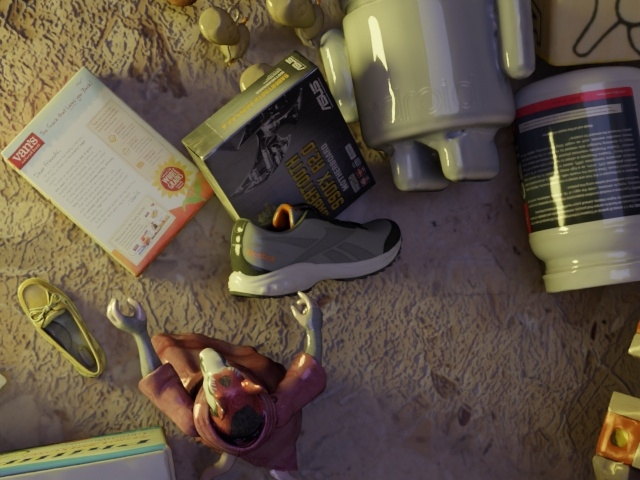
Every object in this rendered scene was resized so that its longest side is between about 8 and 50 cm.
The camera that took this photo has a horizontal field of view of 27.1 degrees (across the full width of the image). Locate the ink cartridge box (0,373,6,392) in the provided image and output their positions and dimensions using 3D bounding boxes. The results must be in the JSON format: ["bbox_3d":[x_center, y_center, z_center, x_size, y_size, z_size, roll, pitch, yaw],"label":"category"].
[{"bbox_3d":[-0.466,0.201,1.632,0.092,0.090,0.143,38,82,-4],"label":"ink cartridge box"}]

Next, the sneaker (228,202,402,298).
[{"bbox_3d":[0.000,0.000,1.661,0.271,0.100,0.108,-13,102,-41],"label":"sneaker"}]

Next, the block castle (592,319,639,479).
[{"bbox_3d":[0.531,0.227,1.652,0.303,0.213,0.453,28,80,-46],"label":"block castle"}]

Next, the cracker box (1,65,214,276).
[{"bbox_3d":[-0.268,-0.086,1.695,0.232,0.067,0.155,43,80,-4],"label":"cracker box"}]

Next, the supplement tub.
[{"bbox_3d":[0.356,-0.077,1.723,0.191,0.191,0.272,-7,86,-9],"label":"supplement tub"}]

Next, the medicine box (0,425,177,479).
[{"bbox_3d":[-0.297,0.318,1.546,0.264,0.289,0.149,-8,87,-9],"label":"medicine box"}]

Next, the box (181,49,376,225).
[{"bbox_3d":[-0.046,-0.097,1.661,0.183,0.231,0.056,-40,48,-10],"label":"box"}]

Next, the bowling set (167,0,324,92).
[{"bbox_3d":[-0.089,-0.314,1.714,0.200,0.154,0.287,23,90,16],"label":"bowling set"}]

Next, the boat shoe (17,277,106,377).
[{"bbox_3d":[-0.327,0.110,1.680,0.056,0.048,0.153,-36,91,-9],"label":"boat shoe"}]

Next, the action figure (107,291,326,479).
[{"bbox_3d":[-0.121,0.196,1.542,0.248,0.370,0.275,1,89,-6],"label":"action figure"}]

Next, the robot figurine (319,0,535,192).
[{"bbox_3d":[0.136,-0.242,1.693,0.300,0.200,0.353,-12,86,28],"label":"robot figurine"}]

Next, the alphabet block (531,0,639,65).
[{"bbox_3d":[0.360,-0.346,1.713,0.192,0.193,0.197,-4,112,-7],"label":"alphabet block"}]
